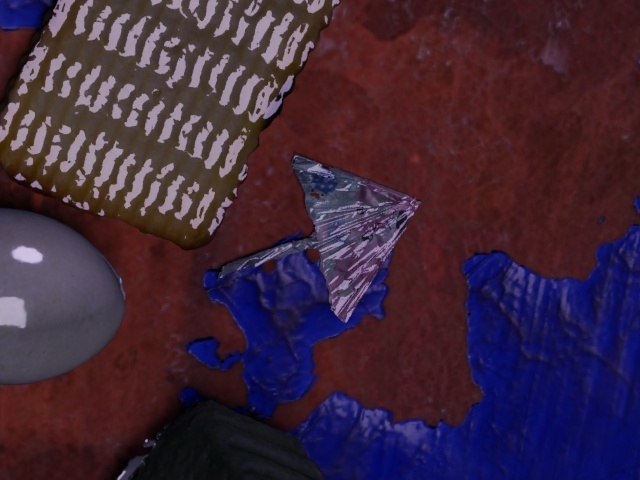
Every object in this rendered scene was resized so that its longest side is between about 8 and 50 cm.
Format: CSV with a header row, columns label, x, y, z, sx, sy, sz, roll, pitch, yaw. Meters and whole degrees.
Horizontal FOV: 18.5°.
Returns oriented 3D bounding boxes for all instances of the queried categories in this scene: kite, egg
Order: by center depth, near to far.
label,x,y,z,sx,sy,sz,roll,pitch,yaw
egg,-0.200,0.036,1.269,0.152,0.114,0.114,6,111,-21
kite,0.000,0.000,1.377,0.157,0.011,0.139,-18,115,-9

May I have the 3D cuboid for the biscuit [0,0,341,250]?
label,x,y,z,sx,sy,sz,roll,pitch,yaw
biscuit,-0.094,-0.128,1.278,0.172,0.029,0.254,24,104,-26

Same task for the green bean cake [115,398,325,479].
label,x,y,z,sx,sy,sz,roll,pitch,yaw
green bean cake,-0.078,0.247,1.349,0.125,0.222,0.227,30,100,-37
